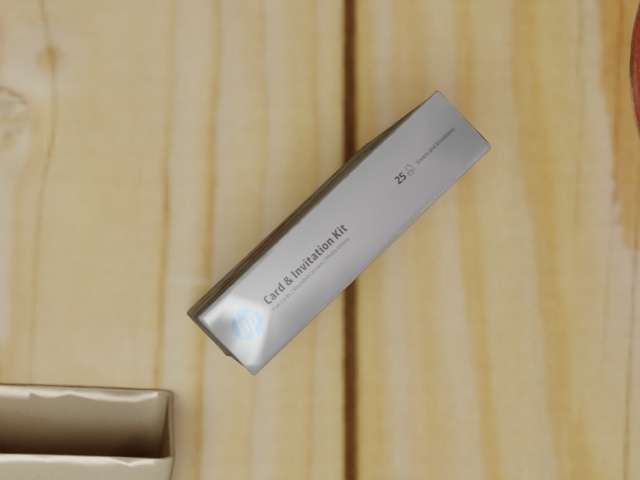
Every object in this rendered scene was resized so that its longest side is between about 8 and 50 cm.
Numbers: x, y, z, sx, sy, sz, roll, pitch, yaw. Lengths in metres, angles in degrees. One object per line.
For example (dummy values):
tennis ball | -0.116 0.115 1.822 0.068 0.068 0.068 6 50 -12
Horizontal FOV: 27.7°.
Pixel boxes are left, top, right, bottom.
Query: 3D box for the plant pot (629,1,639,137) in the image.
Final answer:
plant pot | 0.333 -0.103 0.650 0.272 0.265 0.272 0 88 -8

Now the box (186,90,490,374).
box | 0.000 0.000 0.640 0.145 0.186 0.038 -43 92 -7

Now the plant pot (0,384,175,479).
plant pot | -0.132 0.137 0.664 0.109 0.109 0.096 2 101 -8
